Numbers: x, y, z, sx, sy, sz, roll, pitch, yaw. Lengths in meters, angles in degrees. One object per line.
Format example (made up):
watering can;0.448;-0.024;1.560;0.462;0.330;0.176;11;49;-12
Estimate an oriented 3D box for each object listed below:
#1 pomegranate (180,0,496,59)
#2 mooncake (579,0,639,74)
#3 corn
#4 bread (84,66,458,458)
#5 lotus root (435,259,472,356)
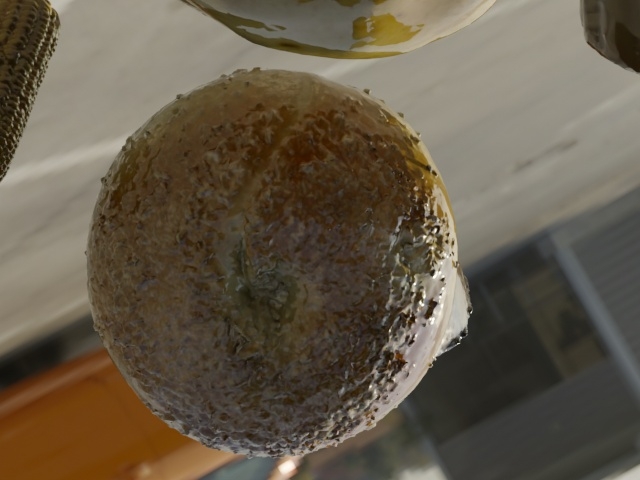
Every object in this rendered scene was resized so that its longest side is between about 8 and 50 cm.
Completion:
pomegranate;0.009;-0.276;1.075;0.332;0.332;0.332;-30;175;-3
mooncake;0.375;-0.255;1.576;0.290;0.161;0.290;-2;-151;1
corn;-0.248;-0.117;1.344;0.068;0.068;0.207;-35;-149;43
bread;-0.037;0.024;1.332;0.305;0.305;0.159;-31;-164;7
lotus root;0.000;0.000;1.557;0.272;0.192;0.272;-11;-151;6
